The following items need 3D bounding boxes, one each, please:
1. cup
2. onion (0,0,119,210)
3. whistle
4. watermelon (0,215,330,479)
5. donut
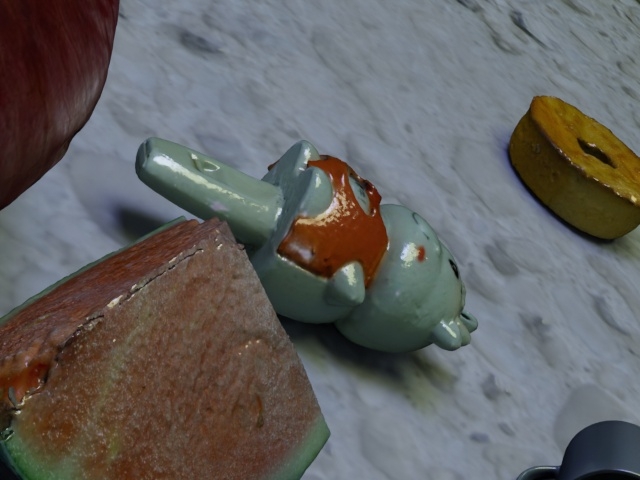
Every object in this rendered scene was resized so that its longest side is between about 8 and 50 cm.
[{"bbox_3d":[0.173,0.158,0.961,0.100,0.078,0.077,9,22,8],"label":"cup"},{"bbox_3d":[-0.248,-0.165,0.704,0.348,0.285,0.347,20,41,-18],"label":"onion"},{"bbox_3d":[-0.001,0.001,0.949,0.253,0.105,0.102,26,-10,-21],"label":"whistle"},{"bbox_3d":[-0.085,0.087,0.739,0.231,0.128,0.146,-38,106,-47],"label":"watermelon"},{"bbox_3d":[0.233,-0.062,1.355,0.152,0.058,0.152,29,29,-18],"label":"donut"}]
